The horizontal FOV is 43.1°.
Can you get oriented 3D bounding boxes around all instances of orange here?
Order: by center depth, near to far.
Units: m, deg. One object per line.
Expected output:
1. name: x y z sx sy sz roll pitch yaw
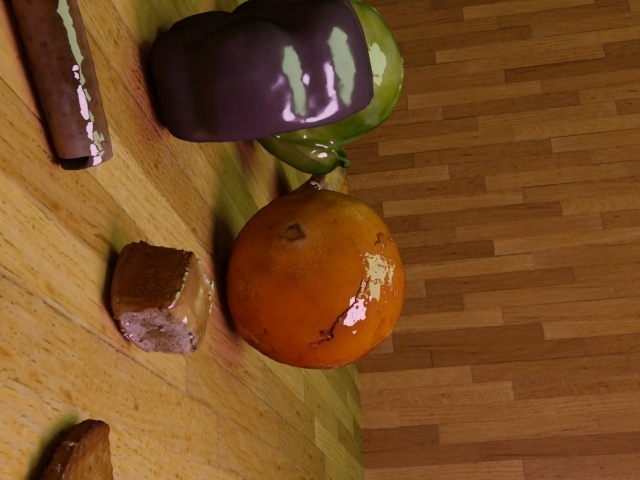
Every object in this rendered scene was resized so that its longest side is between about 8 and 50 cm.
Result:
1. orange: -0.007 0.052 1.054 0.240 0.240 0.240 -6 90 -83

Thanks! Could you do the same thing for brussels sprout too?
1. brussels sprout: -0.006 -0.243 1.221 0.294 0.259 0.227 49 14 -37

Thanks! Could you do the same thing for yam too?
1. yam: -0.190 -0.173 0.547 0.046 0.046 0.264 -81 165 -63

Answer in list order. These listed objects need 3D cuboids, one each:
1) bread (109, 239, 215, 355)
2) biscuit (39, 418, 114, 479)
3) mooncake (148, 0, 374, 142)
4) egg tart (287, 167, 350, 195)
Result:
1. bread: -0.138 0.050 0.690 0.083 0.077 0.070 76 23 -51
2. biscuit: -0.163 0.227 0.532 0.126 0.025 0.206 33 50 -81
3. mooncake: -0.060 -0.183 0.867 0.245 0.245 0.133 -80 160 -64
4. egg tart: 0.000 0.000 1.556 0.341 0.132 0.341 -6 90 -84
